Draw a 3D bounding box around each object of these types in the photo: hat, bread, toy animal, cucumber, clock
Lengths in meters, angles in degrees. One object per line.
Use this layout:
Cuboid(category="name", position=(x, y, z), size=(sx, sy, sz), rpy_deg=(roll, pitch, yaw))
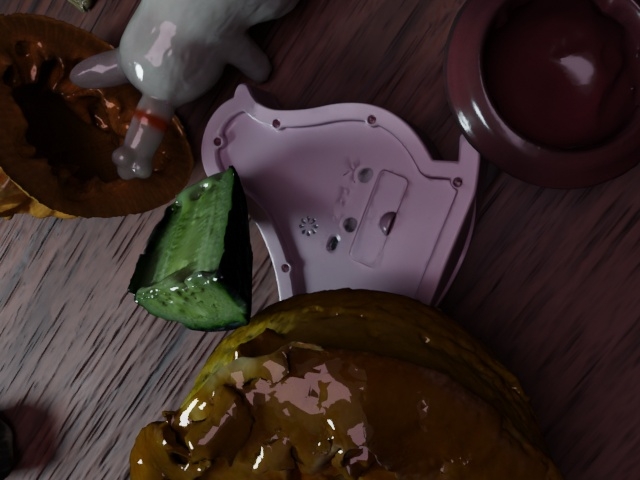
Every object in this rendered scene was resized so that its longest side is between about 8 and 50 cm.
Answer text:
Cuboid(category="hat", position=(0.204, -0.143, 0.688), size=(0.206, 0.089, 0.205), rpy_deg=(0, 85, 0))
Cuboid(category="hat", position=(-0.303, -0.078, 0.866), size=(0.233, 0.244, 0.233), rpy_deg=(-37, 52, 44))
Cuboid(category="bread", position=(0.026, 0.203, 0.675), size=(0.358, 0.204, 0.337), rpy_deg=(41, 116, -18))
Cuboid(category="toy animal", position=(-0.132, -0.202, 0.785), size=(0.140, 0.138, 0.282), rpy_deg=(38, 108, 15))
Cuboid(category="cucumber", position=(-0.099, 0.015, 0.687), size=(0.115, 0.193, 0.086), rpy_deg=(-35, 124, 21))
Cuboid(category="clock", position=(0.000, 0.000, 0.785), size=(0.275, 0.080, 0.290), rpy_deg=(20, 100, 17))

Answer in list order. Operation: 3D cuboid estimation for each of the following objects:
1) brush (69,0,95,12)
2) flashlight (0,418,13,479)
Cuboid(category="brush", position=(-0.322, -0.324, 0.907), size=(0.170, 0.014, 0.043), rpy_deg=(38, 107, 14))
Cuboid(category="flashlight", position=(-0.582, 0.304, 1.009), size=(0.424, 0.103, 0.103), rpy_deg=(-16, 89, 21))
